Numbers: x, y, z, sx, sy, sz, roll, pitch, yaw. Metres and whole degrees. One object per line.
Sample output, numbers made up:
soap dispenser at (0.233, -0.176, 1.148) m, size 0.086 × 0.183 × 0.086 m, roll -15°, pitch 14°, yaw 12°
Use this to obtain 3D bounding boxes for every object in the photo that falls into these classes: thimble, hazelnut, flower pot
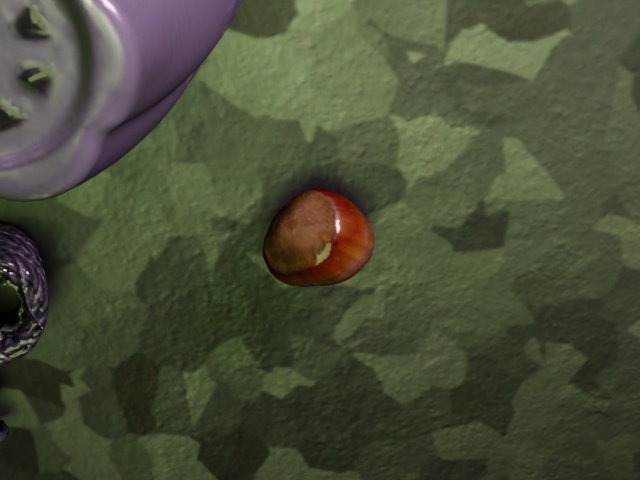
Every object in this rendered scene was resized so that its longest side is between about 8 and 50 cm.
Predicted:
thimble at (-0.264, 0.043, 0.862) m, size 0.095 × 0.066 × 0.104 m, roll -25°, pitch 119°, yaw 2°
hazelnut at (0.000, 0.000, 0.838) m, size 0.086 × 0.086 × 0.086 m, roll 0°, pitch 118°, yaw 0°
flower pot at (-0.189, -0.155, 0.662) m, size 0.265 × 0.243 × 0.265 m, roll 1°, pitch 116°, yaw 2°

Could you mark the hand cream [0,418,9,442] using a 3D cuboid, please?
hand cream at (-0.345, 0.065, 0.887) m, size 0.091 × 0.058 × 0.271 m, roll -21°, pitch 113°, yaw 15°
